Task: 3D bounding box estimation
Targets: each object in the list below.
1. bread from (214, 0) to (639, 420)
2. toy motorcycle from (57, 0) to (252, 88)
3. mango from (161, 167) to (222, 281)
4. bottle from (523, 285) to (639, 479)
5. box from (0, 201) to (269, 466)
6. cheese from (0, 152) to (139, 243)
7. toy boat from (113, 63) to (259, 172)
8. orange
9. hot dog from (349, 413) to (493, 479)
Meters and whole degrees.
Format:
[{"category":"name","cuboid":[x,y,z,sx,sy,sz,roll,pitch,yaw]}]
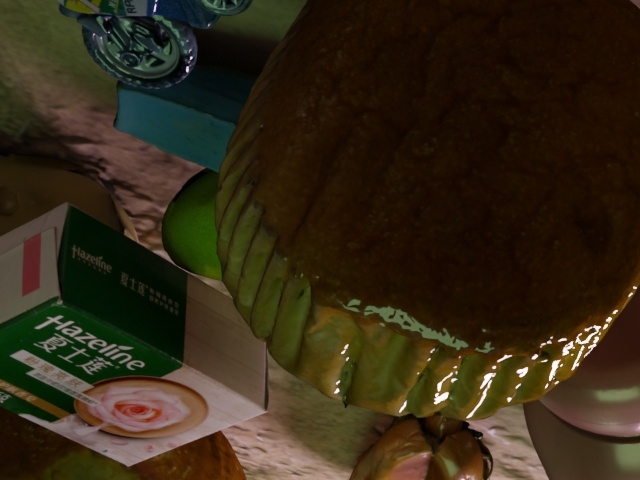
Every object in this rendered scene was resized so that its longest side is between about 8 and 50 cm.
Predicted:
[{"category":"bread","cuboid":[0.066,-0.036,0.988,0.227,0.253,0.142,25,148,5]},{"category":"toy motorcycle","cuboid":[-0.087,-0.176,0.978,0.136,0.092,0.254,31,138,-11]},{"category":"mango","cuboid":[0.000,0.000,1.217,0.233,0.111,0.125,4,148,35]},{"category":"bottle","cuboid":[0.207,0.108,1.261,0.206,0.173,0.297,20,157,32]},{"category":"box","cuboid":[-0.146,0.067,1.241,0.135,0.081,0.199,-25,142,33]},{"category":"cheese","cuboid":[-0.277,0.041,1.385,0.260,0.128,0.316,18,152,-11]},{"category":"toy boat","cuboid":[-0.037,-0.082,1.148,0.186,0.077,0.075,20,152,6]},{"category":"orange","cuboid":[-0.197,0.215,1.582,0.335,0.196,0.262,-14,126,32]},{"category":"hot dog","cuboid":[0.082,0.199,1.562,0.109,0.072,0.269,13,152,-2]}]
